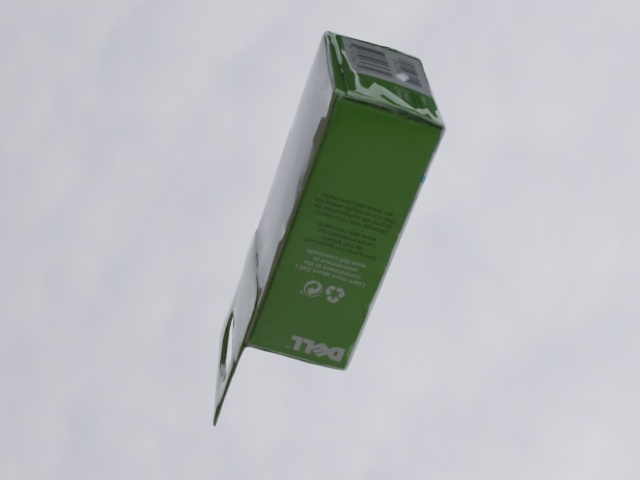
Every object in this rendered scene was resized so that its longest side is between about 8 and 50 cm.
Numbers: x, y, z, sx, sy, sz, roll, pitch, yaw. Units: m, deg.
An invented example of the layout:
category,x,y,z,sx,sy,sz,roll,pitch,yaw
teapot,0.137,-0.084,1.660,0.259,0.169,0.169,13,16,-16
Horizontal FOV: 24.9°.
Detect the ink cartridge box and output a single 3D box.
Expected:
category,x,y,z,sx,sy,sz,roll,pitch,yaw
ink cartridge box,0.000,0.000,0.809,0.109,0.062,0.209,-96,-155,-64
